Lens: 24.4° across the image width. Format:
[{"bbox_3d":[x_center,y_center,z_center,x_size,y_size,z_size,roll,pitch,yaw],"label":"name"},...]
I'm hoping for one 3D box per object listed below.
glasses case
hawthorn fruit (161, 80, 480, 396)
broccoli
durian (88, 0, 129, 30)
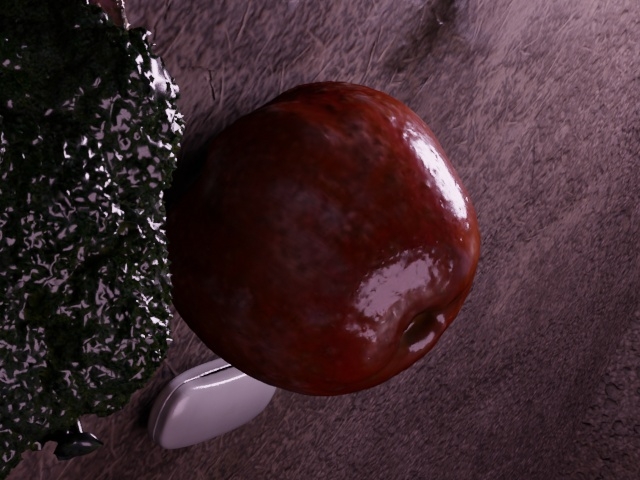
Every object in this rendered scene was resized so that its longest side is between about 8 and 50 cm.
[{"bbox_3d":[-0.106,0.161,1.514,0.197,0.049,0.076,-14,130,-57],"label":"glasses case"},{"bbox_3d":[0.000,0.000,1.309,0.284,0.284,0.284,-43,150,-32],"label":"hawthorn fruit"},{"bbox_3d":[-0.234,-0.017,0.865,0.304,0.321,0.283,-67,-166,-8],"label":"broccoli"},{"bbox_3d":[-0.166,-0.189,0.930,0.165,0.132,0.182,-48,157,-5],"label":"durian"}]
